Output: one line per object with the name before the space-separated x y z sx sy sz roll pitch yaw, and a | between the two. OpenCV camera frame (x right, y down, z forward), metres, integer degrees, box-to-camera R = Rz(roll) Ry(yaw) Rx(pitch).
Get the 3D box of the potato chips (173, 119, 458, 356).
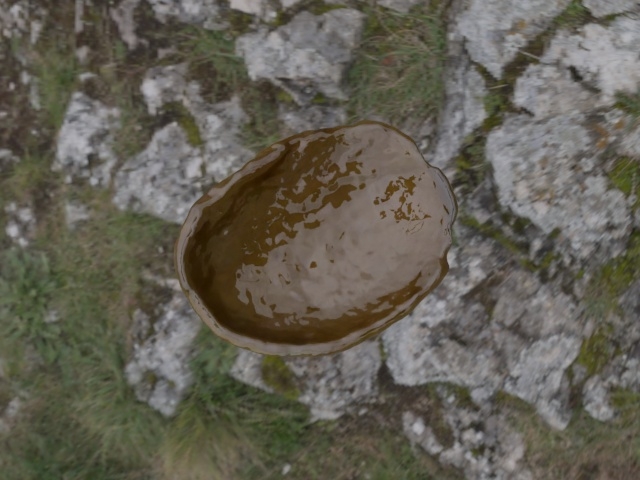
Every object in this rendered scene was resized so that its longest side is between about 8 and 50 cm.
potato chips | 0.000 0.000 0.711 0.201 0.049 0.150 -33 99 -11
